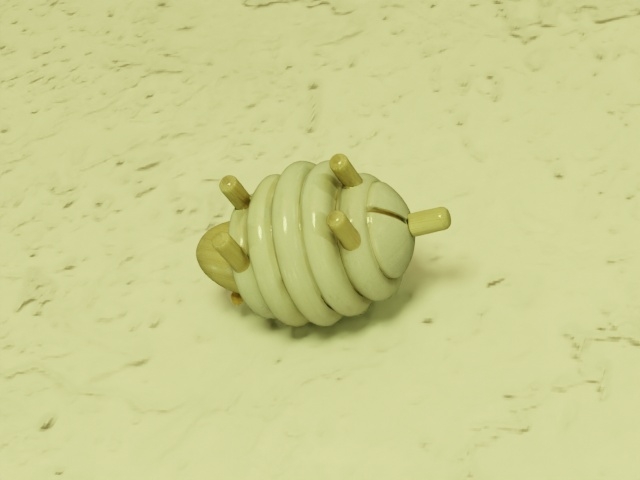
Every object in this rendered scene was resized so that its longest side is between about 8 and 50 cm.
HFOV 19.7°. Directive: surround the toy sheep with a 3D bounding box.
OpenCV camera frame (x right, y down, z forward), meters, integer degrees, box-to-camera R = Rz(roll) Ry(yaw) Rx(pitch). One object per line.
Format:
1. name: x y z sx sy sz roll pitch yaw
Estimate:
1. toy sheep: 0.000 0.000 0.908 0.132 0.091 0.091 -6 36 22
